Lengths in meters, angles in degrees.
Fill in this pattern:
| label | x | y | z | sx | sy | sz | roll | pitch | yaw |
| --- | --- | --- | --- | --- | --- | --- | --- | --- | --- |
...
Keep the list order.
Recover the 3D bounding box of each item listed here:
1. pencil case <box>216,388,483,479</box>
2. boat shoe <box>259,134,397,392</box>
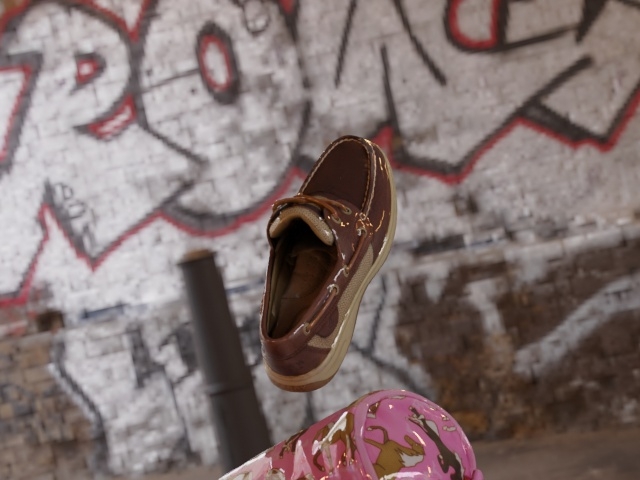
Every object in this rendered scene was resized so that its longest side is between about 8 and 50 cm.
| label | x | y | z | sx | sy | sz | roll | pitch | yaw |
| --- | --- | --- | --- | --- | --- | --- | --- | --- | --- |
| pencil case | -0.016 | 0.288 | 1.291 | 0.167 | 0.160 | 0.386 | 4 | -32 | -42 |
| boat shoe | 0.000 | 0.000 | 1.470 | 0.123 | 0.342 | 0.123 | 5 | -33 | 24 |
